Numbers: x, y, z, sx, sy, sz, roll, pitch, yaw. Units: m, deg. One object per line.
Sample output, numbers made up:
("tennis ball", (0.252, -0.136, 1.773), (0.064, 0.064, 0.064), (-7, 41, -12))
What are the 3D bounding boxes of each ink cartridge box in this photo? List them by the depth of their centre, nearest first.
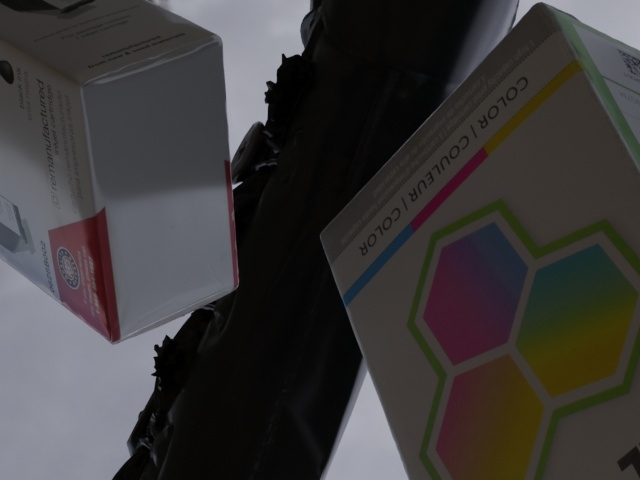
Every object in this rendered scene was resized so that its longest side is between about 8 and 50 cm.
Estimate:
("ink cartridge box", (0.080, 0.046, 0.426), (0.109, 0.062, 0.209), (-47, -136, 30))
("ink cartridge box", (-0.093, -0.040, 0.544), (0.056, 0.099, 0.135), (-25, -143, -33))

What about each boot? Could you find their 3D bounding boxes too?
("boot", (0.000, 0.000, 0.959), (0.146, 0.367, 0.445), (18, -91, 3))
